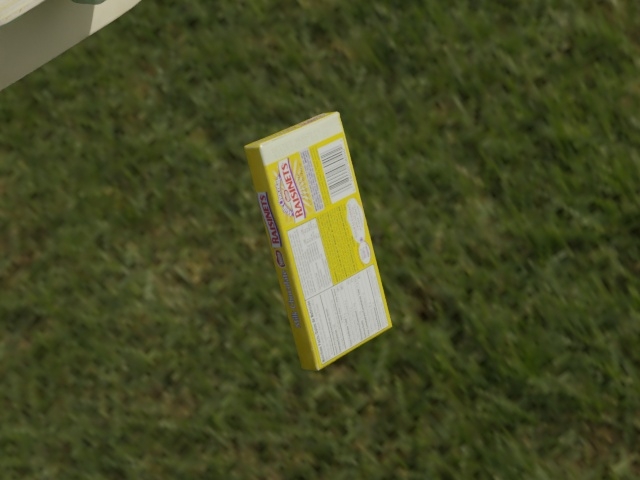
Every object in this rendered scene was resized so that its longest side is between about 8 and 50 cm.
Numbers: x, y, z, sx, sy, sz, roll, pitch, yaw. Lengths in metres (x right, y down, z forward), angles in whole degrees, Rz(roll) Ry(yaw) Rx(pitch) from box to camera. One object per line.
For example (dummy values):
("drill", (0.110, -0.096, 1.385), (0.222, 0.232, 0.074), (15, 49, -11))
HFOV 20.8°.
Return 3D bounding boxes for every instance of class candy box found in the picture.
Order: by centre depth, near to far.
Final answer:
("candy box", (0.000, 0.000, 1.527), (0.027, 0.206, 0.105), (0, 18, 46))

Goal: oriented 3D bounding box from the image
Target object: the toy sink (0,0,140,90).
("toy sink", (-0.178, -0.205, 1.001), (0.153, 0.234, 0.131), (-35, 27, -23))
